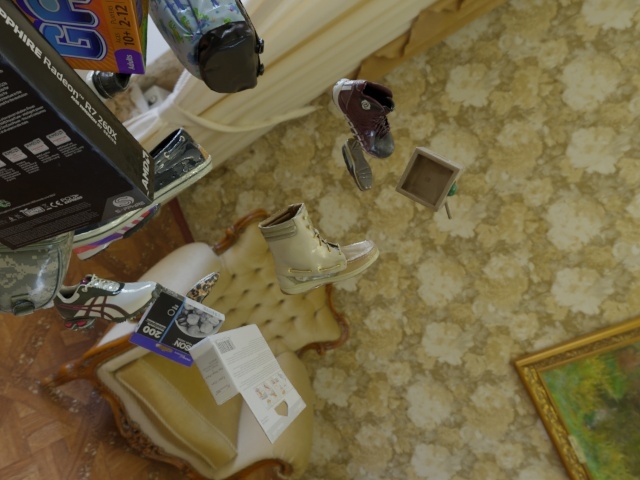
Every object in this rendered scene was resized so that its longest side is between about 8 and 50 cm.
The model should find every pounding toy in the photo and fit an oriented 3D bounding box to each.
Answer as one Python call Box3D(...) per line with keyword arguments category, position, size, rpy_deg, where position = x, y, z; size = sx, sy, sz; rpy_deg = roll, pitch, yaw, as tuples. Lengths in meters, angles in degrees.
Box3D(category="pounding toy", position=(0.266, -0.129, 1.085), size=(0.141, 0.130, 0.100), rpy_deg=(31, 22, 15))

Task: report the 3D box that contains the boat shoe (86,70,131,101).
Box3D(category="boat shoe", position=(-0.598, -0.517, 1.380), size=(0.114, 0.091, 0.302), rpy_deg=(63, 16, -51))

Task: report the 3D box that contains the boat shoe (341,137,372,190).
Box3D(category="boat shoe", position=(0.098, -0.201, 1.267), size=(0.056, 0.049, 0.152), rpy_deg=(-10, 79, -30))

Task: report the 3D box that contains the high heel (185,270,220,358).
Box3D(category="high heel", position=(-0.363, 0.241, 1.482), size=(0.186, 0.261, 0.093), rpy_deg=(40, -13, 4))

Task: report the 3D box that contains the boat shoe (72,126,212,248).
Box3D(category="boat shoe", position=(-0.525, -0.143, 1.253), size=(0.187, 0.500, 0.155), rpy_deg=(15, -43, 52))

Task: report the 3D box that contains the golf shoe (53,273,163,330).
Box3D(category="golf shoe", position=(-0.525, 0.139, 1.137), size=(0.105, 0.273, 0.120), rpy_deg=(-93, 165, -60))

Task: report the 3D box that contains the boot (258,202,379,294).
Box3D(category="boot", position=(0.000, 0.000, 1.117), size=(0.095, 0.262, 0.203), rpy_deg=(-114, -174, -66))

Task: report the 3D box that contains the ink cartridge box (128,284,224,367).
Box3D(category="ink cartridge box", position=(-0.425, 0.266, 1.371), size=(0.207, 0.208, 0.045), rpy_deg=(30, 10, -19))

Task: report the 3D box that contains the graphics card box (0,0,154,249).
Box3D(category="graphics card box", position=(-0.388, -0.140, 0.523), size=(0.370, 0.233, 0.094), rpy_deg=(61, 14, -55))

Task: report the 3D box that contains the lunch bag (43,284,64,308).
Box3D(category="lunch bag", position=(-0.964, 0.197, 1.666), size=(0.053, 0.071, 0.083), rpy_deg=(29, 45, -13))

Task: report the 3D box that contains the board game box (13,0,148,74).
Box3D(category="board game box", position=(-0.472, -0.528, 0.722), size=(0.356, 0.357, 0.355), rpy_deg=(134, -45, -70))

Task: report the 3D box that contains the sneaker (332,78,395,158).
Box3D(category="sneaker", position=(0.162, -0.333, 1.301), size=(0.281, 0.163, 0.106), rpy_deg=(43, 71, -35))

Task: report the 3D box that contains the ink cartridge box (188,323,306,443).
Box3D(category="ink cartridge box", position=(-0.162, 0.335, 1.112), size=(0.261, 0.066, 0.296), rpy_deg=(57, 7, 11))

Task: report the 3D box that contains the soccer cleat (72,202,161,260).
Box3D(category="soccer cleat", position=(-0.639, -0.055, 1.427), size=(0.116, 0.319, 0.108), rpy_deg=(57, 11, -23))

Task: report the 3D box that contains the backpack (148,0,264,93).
Box3D(category="backpack", position=(-0.314, -0.584, 1.197), size=(0.290, 0.274, 0.354), rpy_deg=(141, -66, -82))

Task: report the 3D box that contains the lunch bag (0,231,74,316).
Box3D(category="lunch bag", position=(-0.599, -0.033, 0.935), size=(0.305, 0.213, 0.255), rpy_deg=(-120, -150, -50))
